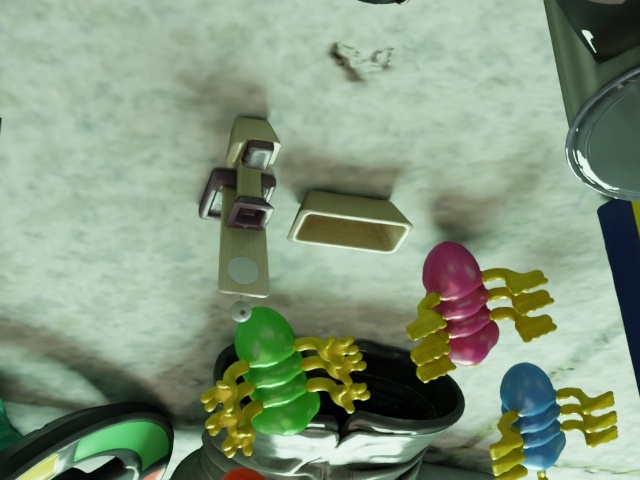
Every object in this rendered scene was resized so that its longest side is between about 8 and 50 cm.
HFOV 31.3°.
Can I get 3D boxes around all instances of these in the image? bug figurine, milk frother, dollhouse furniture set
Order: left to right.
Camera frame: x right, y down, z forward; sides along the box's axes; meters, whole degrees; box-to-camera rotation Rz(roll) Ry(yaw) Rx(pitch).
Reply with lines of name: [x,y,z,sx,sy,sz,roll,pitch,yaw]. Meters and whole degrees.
dollhouse furniture set: [0.000,0.000,0.593,0.114,0.081,0.091,7,146,-16]
bug figurine: [0.040,0.107,0.693,0.279,0.072,0.216,-18,126,-10]
milk frother: [0.085,-0.084,0.424,0.129,0.134,0.143,20,140,-30]

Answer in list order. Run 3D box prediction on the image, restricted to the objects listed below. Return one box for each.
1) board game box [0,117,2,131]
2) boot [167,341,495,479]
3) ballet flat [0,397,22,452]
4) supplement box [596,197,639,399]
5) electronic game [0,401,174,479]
board game box: [-0.260,-0.028,0.577,0.126,0.026,0.186,22,139,-34]
boot: [0.055,0.176,0.851,0.338,0.118,0.222,5,137,-27]
ballet flat: [-0.254,0.143,0.786,0.083,0.087,0.247,-4,147,5]
supplement box: [0.344,0.011,0.538,0.195,0.194,0.356,22,139,-33]
electronic game: [-0.199,0.204,0.822,0.229,0.048,0.229,-38,155,-21]
